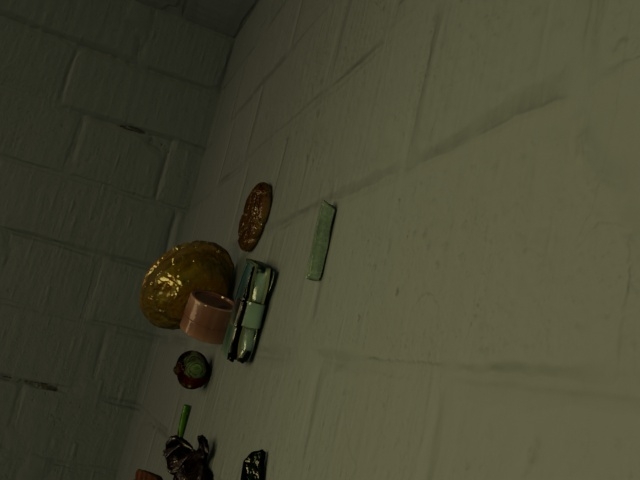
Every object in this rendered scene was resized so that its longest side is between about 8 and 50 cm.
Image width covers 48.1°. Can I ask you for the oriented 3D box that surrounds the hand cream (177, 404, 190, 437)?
[{"bbox_3d":[-0.440,0.586,2.290,0.036,0.023,0.122,-168,90,-69],"label":"hand cream"}]

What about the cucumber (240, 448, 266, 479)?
[{"bbox_3d":[-0.141,0.528,1.420,0.070,0.046,0.220,116,161,-50],"label":"cucumber"}]

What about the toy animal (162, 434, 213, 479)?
[{"bbox_3d":[-0.334,0.613,1.881,0.218,0.116,0.180,30,134,44],"label":"toy animal"}]

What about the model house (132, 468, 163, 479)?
[{"bbox_3d":[-0.480,0.759,1.863,0.329,0.294,0.252,-43,29,27],"label":"model house"}]

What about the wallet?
[{"bbox_3d":[-0.189,0.177,1.822,0.176,0.074,0.251,-163,89,-76],"label":"wallet"}]

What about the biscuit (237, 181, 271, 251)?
[{"bbox_3d":[-0.199,-0.071,2.130,0.226,0.042,0.226,-163,90,-71],"label":"biscuit"}]

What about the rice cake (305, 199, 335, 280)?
[{"bbox_3d":[0.001,0.000,1.479,0.029,0.033,0.171,150,134,-70],"label":"rice cake"}]

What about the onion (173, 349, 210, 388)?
[{"bbox_3d":[-0.390,0.395,2.168,0.119,0.118,0.117,126,151,-45],"label":"onion"}]

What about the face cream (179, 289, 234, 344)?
[{"bbox_3d":[-0.314,0.216,2.036,0.149,0.149,0.104,-132,61,-69],"label":"face cream"}]

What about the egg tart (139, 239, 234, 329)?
[{"bbox_3d":[-0.379,0.149,2.140,0.128,0.318,0.319,34,108,42],"label":"egg tart"}]
